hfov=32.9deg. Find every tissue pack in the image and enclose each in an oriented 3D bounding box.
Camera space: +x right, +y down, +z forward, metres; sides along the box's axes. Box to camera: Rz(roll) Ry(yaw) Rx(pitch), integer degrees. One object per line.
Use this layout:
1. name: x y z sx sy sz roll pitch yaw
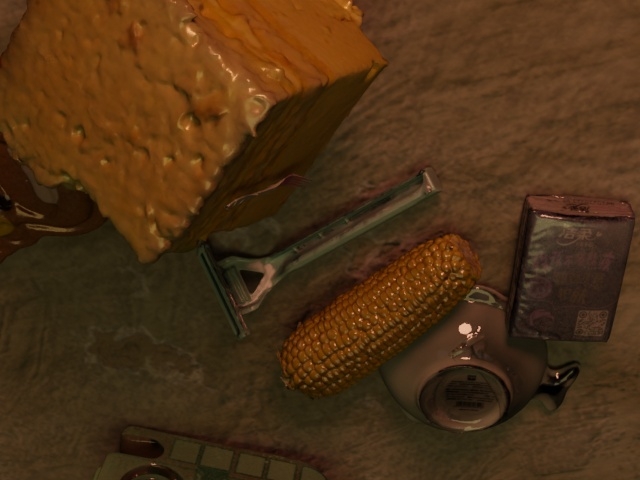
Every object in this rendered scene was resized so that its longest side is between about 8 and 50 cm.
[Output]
1. tissue pack: 0.263 0.031 1.145 0.112 0.051 0.156 4 118 -1

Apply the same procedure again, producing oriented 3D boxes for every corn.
1. corn: 0.061 0.085 1.187 0.260 0.091 0.091 -39 93 24

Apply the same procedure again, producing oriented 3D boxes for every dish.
1. dish: 0.177 0.162 1.240 0.246 0.078 0.224 15 125 -7

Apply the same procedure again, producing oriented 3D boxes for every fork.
1. fork: -0.044 -0.041 0.891 0.012 0.115 0.016 47 124 15

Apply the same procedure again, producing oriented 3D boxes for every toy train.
1. toy train: -0.127 0.340 1.349 0.326 0.159 0.129 11 124 1

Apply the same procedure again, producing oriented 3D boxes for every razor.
1. razor: 0.004 -0.001 1.156 0.277 0.056 0.111 -28 84 16

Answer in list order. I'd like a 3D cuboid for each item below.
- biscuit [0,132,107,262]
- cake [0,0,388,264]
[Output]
1. biscuit: -0.310 -0.072 1.131 0.295 0.044 0.186 -23 124 20
2. cake: -0.096 -0.144 0.939 0.222 0.286 0.227 45 125 9
